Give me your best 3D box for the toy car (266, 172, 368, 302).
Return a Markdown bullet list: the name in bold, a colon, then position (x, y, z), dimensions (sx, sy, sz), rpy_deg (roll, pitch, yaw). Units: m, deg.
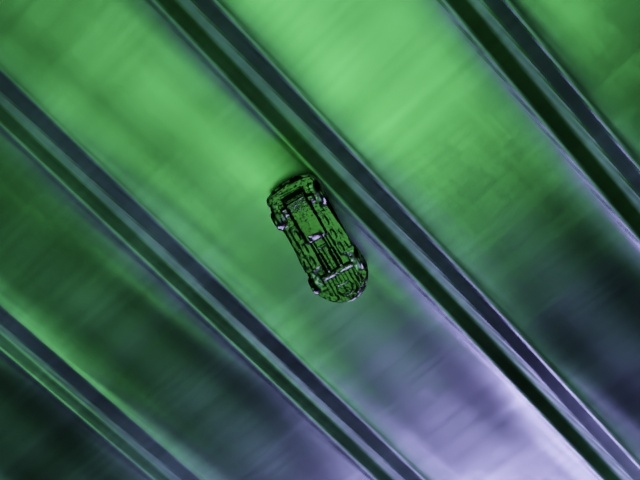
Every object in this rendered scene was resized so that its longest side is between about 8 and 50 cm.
- **toy car**: position (0.000, 0.000, 0.437), dimensions (0.041, 0.025, 0.093), rpy_deg (-27, 102, 11)
